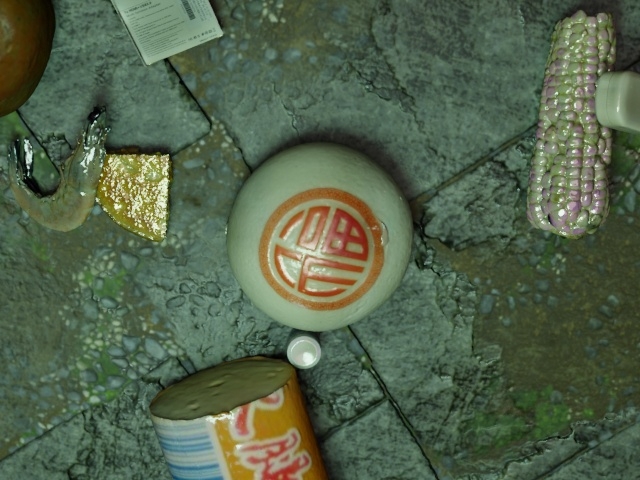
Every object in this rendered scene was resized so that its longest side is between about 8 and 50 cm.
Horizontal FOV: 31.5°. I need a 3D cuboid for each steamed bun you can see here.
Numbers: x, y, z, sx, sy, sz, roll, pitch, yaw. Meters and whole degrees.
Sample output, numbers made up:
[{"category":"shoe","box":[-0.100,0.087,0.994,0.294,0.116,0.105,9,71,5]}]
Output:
[{"category":"steamed bun","box":[0.000,0.000,1.664,0.283,0.177,0.283,0,101,-2]}]

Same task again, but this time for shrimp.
[{"category":"shrimp","box":[-0.382,-0.120,1.665,0.152,0.046,0.219,31,115,9]}]

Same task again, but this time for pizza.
[{"category":"pizza","box":[-0.270,-0.080,1.702,0.134,0.046,0.175,-32,98,7]}]

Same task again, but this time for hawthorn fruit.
[{"category":"hawthorn fruit","box":[-0.497,-0.286,1.526,0.267,0.301,0.268,-2,104,-8]}]

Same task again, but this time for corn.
[{"category":"corn","box":[0.373,-0.168,1.676,0.126,0.126,0.335,1,100,-2]}]

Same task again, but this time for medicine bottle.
[{"category":"medicine bottle","box":[-0.026,0.160,1.739,0.052,0.089,0.052,0,101,-2]}]

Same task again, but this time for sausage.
[{"category":"sausage","box":[-0.109,0.344,1.703,0.233,0.233,0.287,-17,100,1]}]

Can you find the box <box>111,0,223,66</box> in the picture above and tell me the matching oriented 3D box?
[{"category":"box","box":[-0.238,-0.370,1.596,0.129,0.033,0.247,-20,132,3]}]

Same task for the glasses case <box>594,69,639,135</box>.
[{"category":"glasses case","box":[0.464,-0.196,1.649,0.196,0.050,0.083,3,95,-48]}]
